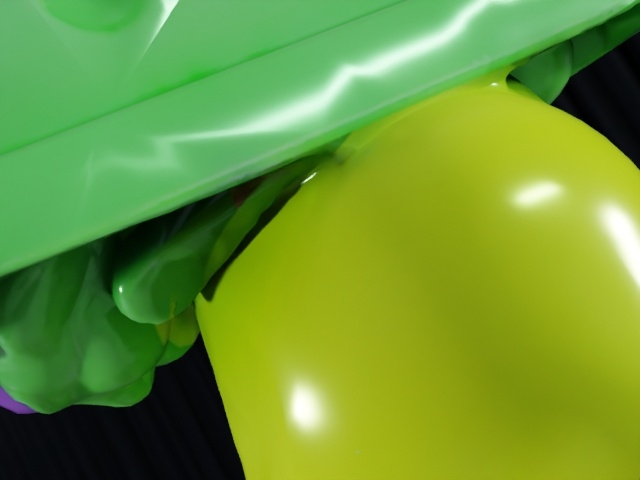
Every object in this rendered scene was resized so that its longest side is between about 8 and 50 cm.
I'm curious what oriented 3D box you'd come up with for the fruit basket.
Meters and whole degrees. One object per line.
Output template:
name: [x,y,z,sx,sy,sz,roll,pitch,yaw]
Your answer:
fruit basket: [0.000,0.000,0.514,0.392,0.392,0.283,-19,-9,-31]
